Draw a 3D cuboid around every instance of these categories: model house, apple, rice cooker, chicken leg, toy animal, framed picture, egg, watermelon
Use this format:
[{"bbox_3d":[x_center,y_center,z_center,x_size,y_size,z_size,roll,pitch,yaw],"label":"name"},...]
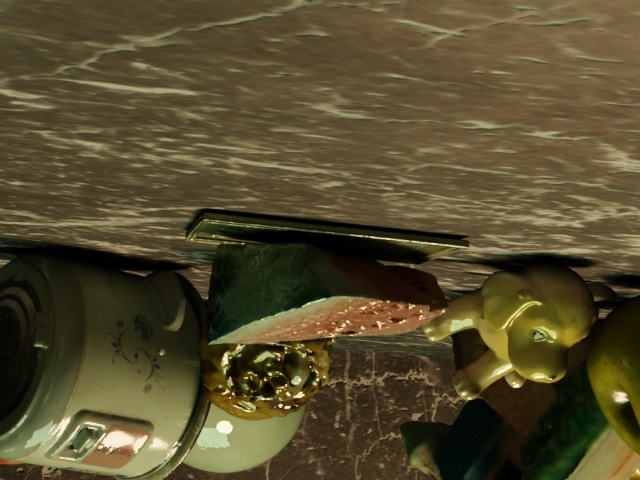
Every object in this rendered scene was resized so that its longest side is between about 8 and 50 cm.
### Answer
[{"bbox_3d":[0.239,0.216,1.741,0.280,0.312,0.245,44,-161,29],"label":"model house"},{"bbox_3d":[0.365,0.139,1.420,0.157,0.196,0.196,-21,180,-16],"label":"apple"},{"bbox_3d":[-0.268,0.155,1.672,0.316,0.317,0.264,10,-146,-38],"label":"rice cooker"},{"bbox_3d":[-0.049,0.108,1.649,0.152,0.201,0.429,22,-179,3],"label":"chicken leg"},{"bbox_3d":[0.200,0.085,1.385,0.168,0.121,0.233,-27,172,17],"label":"toy animal"},{"bbox_3d":[0.000,-0.001,1.247,0.231,0.010,0.173,6,173,-9],"label":"framed picture"},{"bbox_3d":[-0.160,0.253,2.363,0.276,0.276,0.389,4,175,10],"label":"egg"},{"bbox_3d":[0.028,0.047,1.291,0.241,0.094,0.154,9,163,-44],"label":"watermelon"}]

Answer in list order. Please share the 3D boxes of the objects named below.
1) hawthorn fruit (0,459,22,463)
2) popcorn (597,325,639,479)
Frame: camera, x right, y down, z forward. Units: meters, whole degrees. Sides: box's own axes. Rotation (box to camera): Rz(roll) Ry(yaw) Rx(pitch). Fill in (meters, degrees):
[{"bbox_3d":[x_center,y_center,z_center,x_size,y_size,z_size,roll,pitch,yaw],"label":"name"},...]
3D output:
[{"bbox_3d":[-0.437,0.204,2.145,0.369,0.285,0.284,-6,168,44],"label":"hawthorn fruit"},{"bbox_3d":[0.431,0.224,2.029,0.225,0.276,0.276,-31,176,-6],"label":"popcorn"}]
